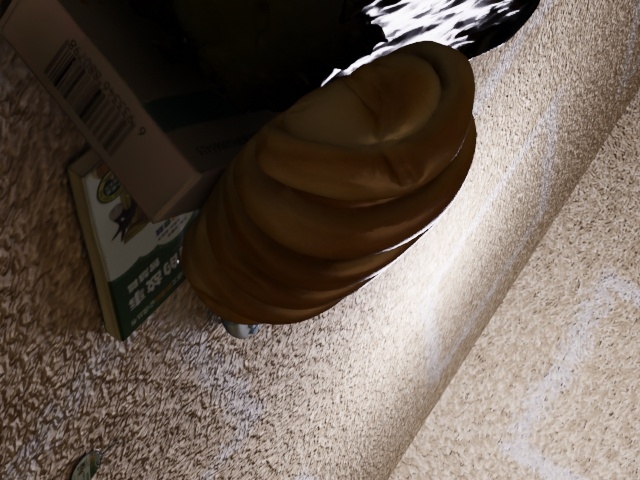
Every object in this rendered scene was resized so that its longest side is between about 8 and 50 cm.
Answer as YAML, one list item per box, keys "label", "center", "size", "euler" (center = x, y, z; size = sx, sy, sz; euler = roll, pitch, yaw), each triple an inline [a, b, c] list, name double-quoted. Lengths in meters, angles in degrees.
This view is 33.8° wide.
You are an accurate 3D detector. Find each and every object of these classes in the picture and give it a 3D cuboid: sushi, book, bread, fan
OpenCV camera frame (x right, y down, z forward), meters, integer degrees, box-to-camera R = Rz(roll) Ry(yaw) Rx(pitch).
- label: "sushi"
  center: [0.006, -0.259, 0.791]
  size: [0.281, 0.299, 0.294]
  euler: [-48, 166, 32]
- label: "book"
  center: [-0.162, -0.040, 1.079]
  size: [0.202, 0.027, 0.264]
  euler: [-48, 156, -32]
- label: "bread"
  center: [0.004, -0.021, 0.760]
  size: [0.173, 0.121, 0.311]
  euler: [-33, 174, -25]
- label: "fan"
  center: [-0.273, 0.264, 1.255]
  size: [0.080, 0.003, 0.060]
  euler: [-55, 160, -14]

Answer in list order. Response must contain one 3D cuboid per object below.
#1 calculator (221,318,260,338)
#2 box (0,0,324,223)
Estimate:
- label: "calculator"
  center: [-0.069, 0.015, 1.320]
  size: [0.188, 0.042, 0.303]
  euler: [-54, 162, -31]
- label: "box"
  center: [-0.080, -0.137, 0.890]
  size: [0.065, 0.200, 0.343]
  euler: [-46, 169, 30]
